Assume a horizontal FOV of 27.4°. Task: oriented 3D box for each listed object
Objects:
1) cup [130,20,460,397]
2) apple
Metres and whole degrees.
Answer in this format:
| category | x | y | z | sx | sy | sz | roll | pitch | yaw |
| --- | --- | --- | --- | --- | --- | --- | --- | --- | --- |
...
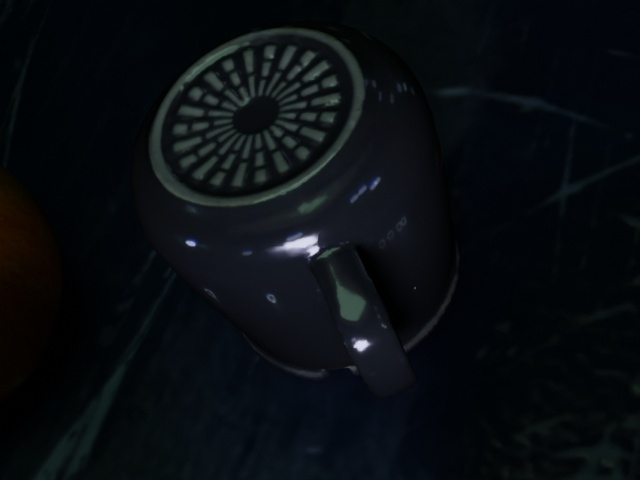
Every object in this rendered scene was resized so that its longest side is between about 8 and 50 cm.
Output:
| category | x | y | z | sx | sy | sz | roll | pitch | yaw |
| --- | --- | --- | --- | --- | --- | --- | --- | --- | --- |
| cup | 0.000 | 0.000 | 0.731 | 0.169 | 0.177 | 0.223 | -25 | 52 | 1 |
| apple | -0.264 | 0.025 | 0.828 | 0.195 | 0.196 | 0.196 | -12 | 51 | 15 |
